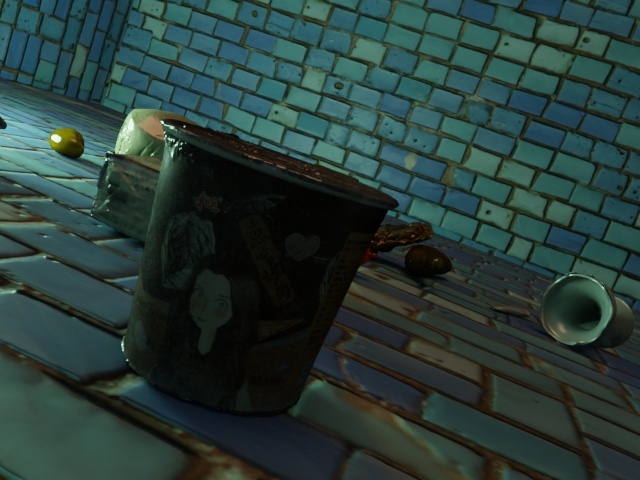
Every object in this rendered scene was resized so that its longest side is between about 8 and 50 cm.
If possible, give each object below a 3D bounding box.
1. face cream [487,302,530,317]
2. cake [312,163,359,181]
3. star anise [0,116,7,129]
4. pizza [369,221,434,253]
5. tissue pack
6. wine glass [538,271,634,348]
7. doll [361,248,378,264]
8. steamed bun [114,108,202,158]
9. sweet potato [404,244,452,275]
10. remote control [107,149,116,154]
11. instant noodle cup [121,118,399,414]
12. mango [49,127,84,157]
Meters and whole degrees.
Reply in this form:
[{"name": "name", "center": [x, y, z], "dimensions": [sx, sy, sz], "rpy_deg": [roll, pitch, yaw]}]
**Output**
[{"name": "face cream", "center": [0.452, 0.166, 1.446], "dimensions": [0.115, 0.020, 0.038], "rpy_deg": [15, 11, -25]}, {"name": "cake", "center": [0.007, -0.080, 1.448], "dimensions": [0.156, 0.179, 0.260], "rpy_deg": [19, 11, 0]}, {"name": "star anise", "center": [-0.649, -0.206, 0.967], "dimensions": [0.258, 0.110, 0.198], "rpy_deg": [9, 13, -27]}, {"name": "pizza", "center": [0.169, 0.000, 1.532], "dimensions": [0.247, 0.058, 0.127], "rpy_deg": [-7, -16, -24]}, {"name": "tissue pack", "center": [-0.174, -0.050, 1.006], "dimensions": [0.243, 0.125, 0.344], "rpy_deg": [23, 9, 20]}, {"name": "wine glass", "center": [0.613, 0.171, 1.366], "dimensions": [0.197, 0.164, 0.165], "rpy_deg": [22, 5, -41]}, {"name": "doll", "center": [0.000, 0.000, 1.218], "dimensions": [0.245, 0.076, 0.142], "rpy_deg": [21, -23, -5]}, {"name": "steamed bun", "center": [-0.384, -0.221, 1.521], "dimensions": [0.239, 0.170, 0.152], "rpy_deg": [9, 37, -43]}, {"name": "sweet potato", "center": [0.267, 0.050, 1.511], "dimensions": [0.109, 0.079, 0.346], "rpy_deg": [2, -1, 16]}, {"name": "remote control", "center": [-0.535, -0.221, 1.630], "dimensions": [0.096, 0.014, 0.039], "rpy_deg": [26, 10, 29]}, {"name": "instant noodle cup", "center": [-0.065, 0.021, 0.541], "dimensions": [0.218, 0.207, 0.217], "rpy_deg": [19, 9, -3]}, {"name": "mango", "center": [-0.582, -0.225, 1.392], "dimensions": [0.080, 0.060, 0.114], "rpy_deg": [9, 17, -40]}]
